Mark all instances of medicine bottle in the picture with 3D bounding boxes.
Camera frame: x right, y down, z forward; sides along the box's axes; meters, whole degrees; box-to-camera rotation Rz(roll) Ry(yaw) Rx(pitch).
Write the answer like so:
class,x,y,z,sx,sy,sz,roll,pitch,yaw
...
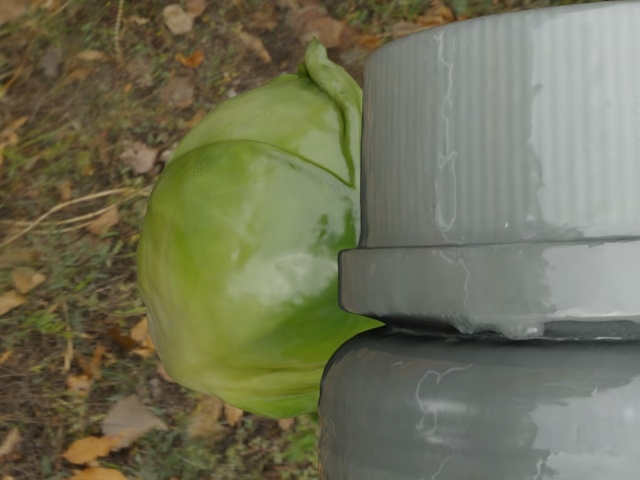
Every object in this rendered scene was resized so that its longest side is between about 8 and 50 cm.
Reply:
class,x,y,z,sx,sy,sz,roll,pitch,yaw
medicine bottle,0.121,0.072,0.462,0.245,0.245,0.306,-1,89,-28

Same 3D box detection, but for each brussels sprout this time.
class,x,y,z,sx,sy,sz,roll,pitch,yaw
brussels sprout,0.001,0.002,0.846,0.259,0.294,0.227,49,27,-27
